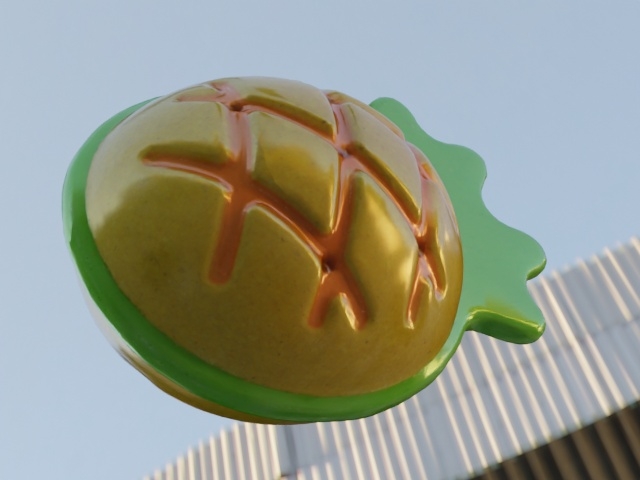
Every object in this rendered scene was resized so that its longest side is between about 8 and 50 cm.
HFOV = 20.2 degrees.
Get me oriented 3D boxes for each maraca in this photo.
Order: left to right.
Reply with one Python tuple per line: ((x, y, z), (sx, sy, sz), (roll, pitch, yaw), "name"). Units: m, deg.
((0.000, 0.000, 0.583), (0.186, 0.127, 0.099), (-9, -28, -42), "maraca")
